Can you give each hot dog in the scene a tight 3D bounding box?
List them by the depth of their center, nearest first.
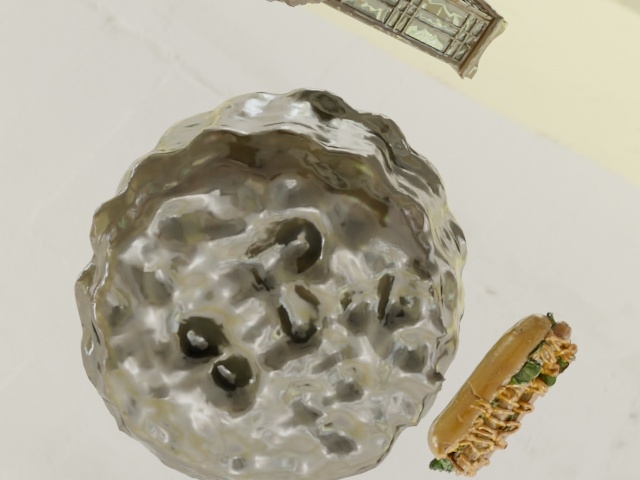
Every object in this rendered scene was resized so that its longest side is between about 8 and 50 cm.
[{"bbox_3d":[0.168,0.147,1.209,0.188,0.072,0.055,-53,-147,0],"label":"hot dog"}]

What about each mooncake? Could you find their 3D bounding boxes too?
[{"bbox_3d":[-0.026,0.033,0.740,0.228,0.228,0.124,4,-156,1],"label":"mooncake"}]

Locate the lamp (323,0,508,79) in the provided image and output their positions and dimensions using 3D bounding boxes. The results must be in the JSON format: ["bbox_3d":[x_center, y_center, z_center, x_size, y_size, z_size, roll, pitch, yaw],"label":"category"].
[{"bbox_3d":[0.055,-0.286,1.440,0.325,0.089,0.090,21,-157,-32],"label":"lamp"}]

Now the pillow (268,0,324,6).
[{"bbox_3d":[0.002,-0.235,0.635,0.131,0.232,0.038,-11,-159,7],"label":"pillow"}]
